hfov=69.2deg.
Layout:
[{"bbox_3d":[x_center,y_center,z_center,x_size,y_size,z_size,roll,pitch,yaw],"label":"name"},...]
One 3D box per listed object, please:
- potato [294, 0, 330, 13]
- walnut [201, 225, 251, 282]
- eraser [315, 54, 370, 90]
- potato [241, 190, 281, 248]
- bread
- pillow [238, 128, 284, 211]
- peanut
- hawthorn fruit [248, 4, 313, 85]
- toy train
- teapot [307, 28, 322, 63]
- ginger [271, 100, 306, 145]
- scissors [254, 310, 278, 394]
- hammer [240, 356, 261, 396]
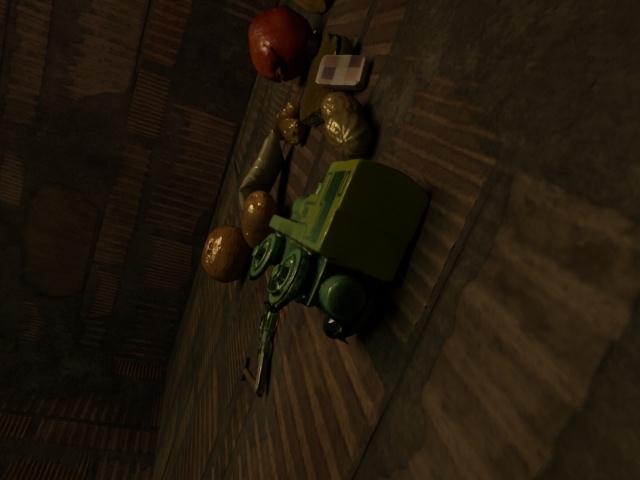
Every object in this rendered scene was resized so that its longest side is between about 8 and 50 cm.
[{"bbox_3d":[-0.016,-0.811,1.404,0.158,0.178,0.203,-57,-4,6],"label":"potato"},{"bbox_3d":[-0.319,0.044,1.574,0.197,0.165,0.165,-67,18,-2],"label":"walnut"},{"bbox_3d":[0.045,-0.341,0.942,0.105,0.026,0.065,13,84,32],"label":"eraser"},{"bbox_3d":[-0.161,-0.054,1.260,0.178,0.109,0.118,99,-174,-47],"label":"potato"},{"bbox_3d":[0.017,-0.386,1.103,0.286,0.056,0.207,-154,77,-71],"label":"bread"},{"bbox_3d":[-0.174,-0.187,1.351,0.144,0.078,0.254,92,-162,-57],"label":"pillow"},{"bbox_3d":[0.044,-0.217,0.850,0.187,0.082,0.082,-97,29,-47],"label":"peanut"},{"bbox_3d":[-0.122,-0.587,1.450,0.211,0.211,0.299,134,138,-55],"label":"hawthorn fruit"},{"bbox_3d":[0.000,0.000,0.728,0.237,0.150,0.369,-66,19,0],"label":"toy train"},{"bbox_3d":[-0.011,-0.561,1.345,0.068,0.045,0.100,-61,-18,-53],"label":"teapot"},{"bbox_3d":[-0.101,-0.333,1.369,0.299,0.065,0.118,-155,63,-73],"label":"ginger"},{"bbox_3d":[-0.126,0.248,1.058,0.101,0.027,0.204,121,158,-46],"label":"scissors"},{"bbox_3d":[-0.167,0.336,1.126,0.199,0.013,0.062,180,104,-71],"label":"hammer"}]
